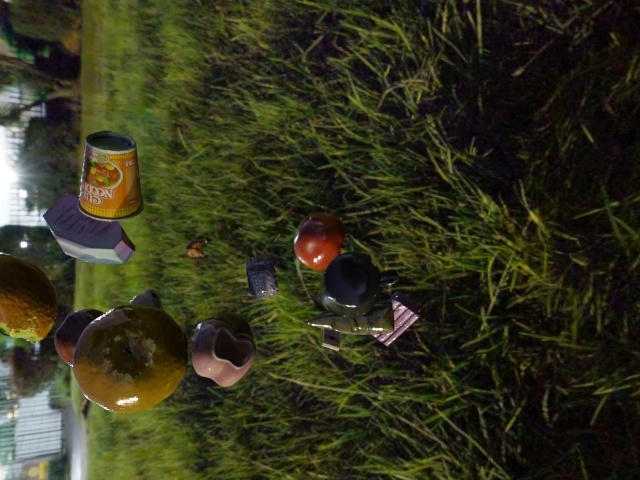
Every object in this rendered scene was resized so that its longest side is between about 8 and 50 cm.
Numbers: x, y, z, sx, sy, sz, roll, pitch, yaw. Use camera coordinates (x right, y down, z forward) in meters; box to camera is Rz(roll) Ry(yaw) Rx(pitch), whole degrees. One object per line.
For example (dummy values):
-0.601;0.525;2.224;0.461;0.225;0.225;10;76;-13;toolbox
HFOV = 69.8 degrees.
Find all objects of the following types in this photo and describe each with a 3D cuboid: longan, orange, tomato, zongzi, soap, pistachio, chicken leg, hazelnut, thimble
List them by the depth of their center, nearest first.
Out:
-0.681;0.113;0.990;0.158;0.237;0.179;-59;28;-9;orange
-0.485;0.304;1.194;0.235;0.279;0.279;131;135;-67;orange
-0.375;0.024;1.394;0.145;0.062;0.037;130;157;-54;chicken leg
0.088;0.240;1.508;0.251;0.274;0.125;164;101;-87;zongzi
-0.199;0.124;1.569;0.150;0.097;0.150;171;90;-84;thimble
-0.799;0.339;1.601;0.210;0.186;0.210;-9;67;21;hazelnut
-0.808;-0.030;1.617;0.109;0.323;0.193;92;-158;-53;soap
0.277;0.301;1.761;0.203;0.122;0.065;-51;3;31;soap
-0.759;0.375;1.973;0.226;0.208;0.332;-11;71;31;pistachio
0.000;0.000;1.999;0.256;0.224;0.256;-160;90;-79;tomato
-0.424;0.444;2.032;0.258;0.258;0.258;-7;82;64;longan

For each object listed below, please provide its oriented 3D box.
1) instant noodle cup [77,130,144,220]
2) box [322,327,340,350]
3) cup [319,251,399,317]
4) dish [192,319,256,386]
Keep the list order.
-0.529;-0.169;1.166;0.168;0.168;0.185;-120;38;-47;instant noodle cup
0.029;0.264;1.233;0.083;0.046;0.012;-81;9;-72;box
0.106;0.112;1.243;0.176;0.223;0.169;84;172;-71;cup
-0.288;0.339;1.429;0.090;0.213;0.213;-30;61;50;dish
